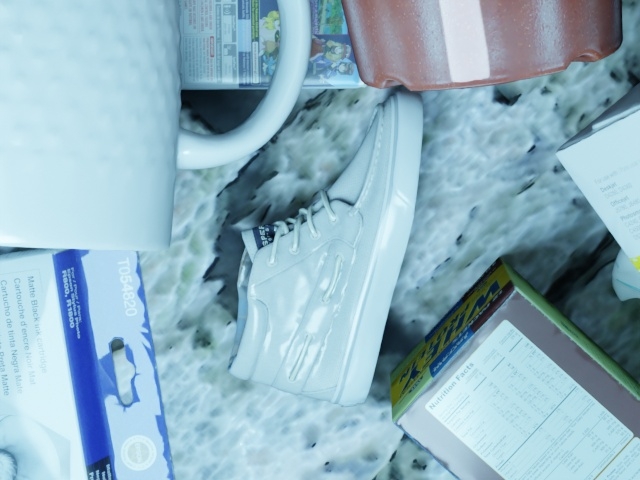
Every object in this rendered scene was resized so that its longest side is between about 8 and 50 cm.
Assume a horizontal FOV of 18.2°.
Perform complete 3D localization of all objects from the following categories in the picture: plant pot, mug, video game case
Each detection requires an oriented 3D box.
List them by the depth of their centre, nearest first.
[{"bbox_3d":[0.110,-0.259,1.475,0.272,0.272,0.265,-9,104,3],"label":"plant pot"},{"bbox_3d":[-0.191,-0.161,1.486,0.374,0.276,0.328,3,91,-11],"label":"mug"},{"bbox_3d":[-0.054,-0.221,1.590,0.183,0.023,0.201,0,95,2],"label":"video game case"}]

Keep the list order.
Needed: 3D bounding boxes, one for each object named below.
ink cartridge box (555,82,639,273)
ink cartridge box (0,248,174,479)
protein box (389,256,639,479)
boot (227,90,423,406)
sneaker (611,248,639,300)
[{"bbox_3d":[0.357,-0.033,1.476,0.198,0.197,0.270,-38,94,-29],"label":"ink cartridge box"},{"bbox_3d":[-0.244,0.122,1.619,0.224,0.045,0.223,-9,95,2],"label":"ink cartridge box"},{"bbox_3d":[0.171,0.138,1.531,0.201,0.200,0.136,42,95,-3],"label":"protein box"},{"bbox_3d":[0.000,0.000,1.573,0.123,0.095,0.258,11,97,-6],"label":"boot"},{"bbox_3d":[0.305,0.037,1.597,0.152,0.053,0.061,19,120,-4],"label":"sneaker"}]
